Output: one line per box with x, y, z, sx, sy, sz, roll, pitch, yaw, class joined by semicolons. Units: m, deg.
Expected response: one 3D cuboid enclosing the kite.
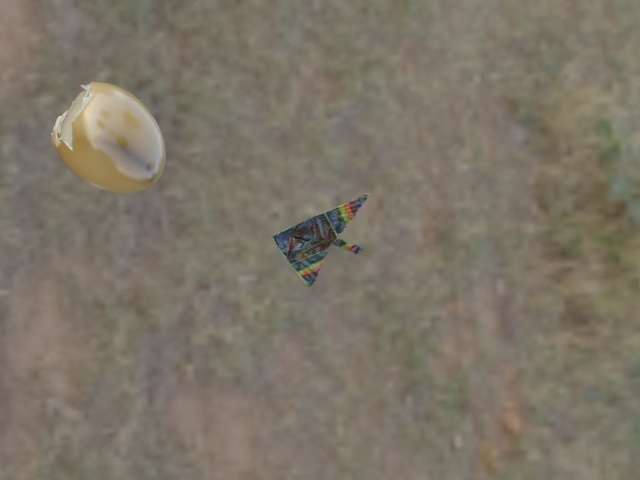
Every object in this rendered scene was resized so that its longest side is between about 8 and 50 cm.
0.000;0.000;1.586;0.090;0.122;0.004;9;44;-33;kite

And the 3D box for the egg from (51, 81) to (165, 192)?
-0.166;-0.079;1.524;0.096;0.080;0.080;35;48;-15;egg
